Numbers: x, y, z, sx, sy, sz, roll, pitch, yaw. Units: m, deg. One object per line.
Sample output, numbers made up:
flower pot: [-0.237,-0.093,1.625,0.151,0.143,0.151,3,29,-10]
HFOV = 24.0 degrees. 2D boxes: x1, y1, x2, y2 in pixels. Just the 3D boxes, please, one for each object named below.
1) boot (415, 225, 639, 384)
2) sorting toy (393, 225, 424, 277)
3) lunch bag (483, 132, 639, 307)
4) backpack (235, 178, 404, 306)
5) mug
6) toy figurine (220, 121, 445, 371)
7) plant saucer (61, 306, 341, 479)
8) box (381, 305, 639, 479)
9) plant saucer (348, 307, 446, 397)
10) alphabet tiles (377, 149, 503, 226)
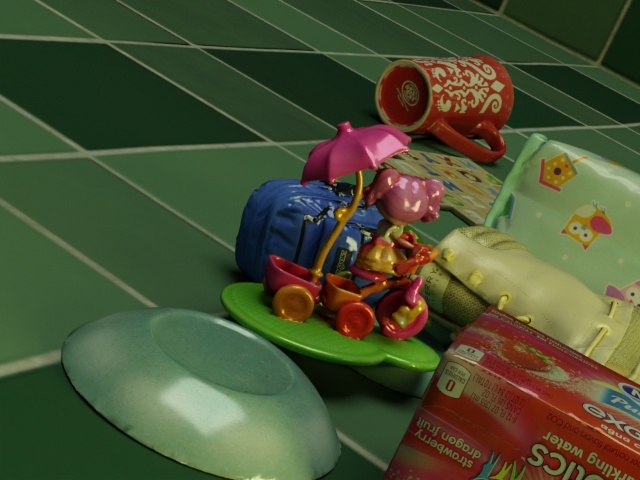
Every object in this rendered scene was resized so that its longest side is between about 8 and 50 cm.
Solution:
boot: [0.149,0.083,1.134,0.203,0.095,0.262,31,34,19]
sorting toy: [0.036,0.013,1.285,0.102,0.061,0.042,8,8,32]
lunch bag: [0.269,0.028,1.367,0.223,0.160,0.262,30,-1,18]
backpack: [0.000,0.000,1.197,0.120,0.098,0.101,9,9,-26]
mug: [0.168,-0.177,1.921,0.150,0.113,0.169,34,23,33]
toy figurine: [0.034,-0.003,1.084,0.173,0.159,0.130,17,14,-15]
plant saucer: [-0.070,0.087,0.977,0.195,0.037,0.195,22,17,-7]
box: [0.175,0.163,0.923,0.256,0.128,0.122,28,18,12]
plant saucer: [0.056,0.082,1.176,0.119,0.021,0.119,21,18,-7]
alphabet tiles: [0.162,-0.059,1.738,0.237,0.009,0.198,6,26,-46]
